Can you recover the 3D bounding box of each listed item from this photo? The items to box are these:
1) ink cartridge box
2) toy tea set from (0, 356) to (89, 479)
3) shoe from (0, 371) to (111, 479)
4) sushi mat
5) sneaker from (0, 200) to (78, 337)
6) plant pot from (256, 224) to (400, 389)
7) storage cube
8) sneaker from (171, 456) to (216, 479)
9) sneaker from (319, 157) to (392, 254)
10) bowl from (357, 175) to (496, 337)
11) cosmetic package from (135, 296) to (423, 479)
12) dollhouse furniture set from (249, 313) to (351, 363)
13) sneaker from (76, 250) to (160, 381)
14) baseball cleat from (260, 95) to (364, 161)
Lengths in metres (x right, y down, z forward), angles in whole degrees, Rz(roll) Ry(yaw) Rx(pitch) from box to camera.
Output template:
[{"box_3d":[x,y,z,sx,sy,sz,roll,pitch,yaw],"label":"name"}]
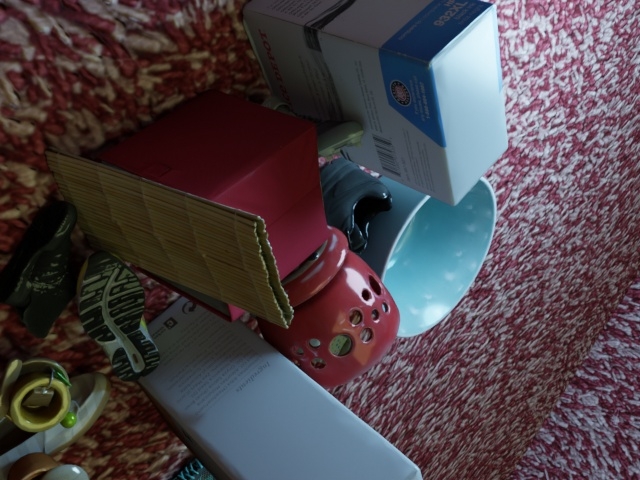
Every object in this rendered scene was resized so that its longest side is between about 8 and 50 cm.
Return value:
[{"box_3d":[0.071,-0.208,0.939,0.129,0.307,0.223,-45,141,-21],"label":"ink cartridge box"},{"box_3d":[-0.380,0.207,0.804,0.336,0.124,0.200,39,81,-36],"label":"toy tea set"},{"box_3d":[-0.368,0.243,0.939,0.219,0.076,0.058,-39,144,-21],"label":"shoe"},{"box_3d":[-0.172,-0.008,0.798,0.019,0.316,0.151,-49,143,-33],"label":"sushi mat"},{"box_3d":[-0.322,0.036,0.875,0.170,0.051,0.089,-55,143,3],"label":"sneaker"},{"box_3d":[-0.009,0.087,1.032,0.191,0.191,0.174,-44,117,-18],"label":"plant pot"},{"box_3d":[-0.126,-0.052,0.909,0.193,0.215,0.183,-40,139,-33],"label":"storage cube"},{"box_3d":[-0.218,0.410,1.240,0.076,0.065,0.166,14,102,-48],"label":"sneaker"},{"box_3d":[0.000,0.000,1.148,0.286,0.130,0.109,-53,145,-5],"label":"sneaker"},{"box_3d":[0.152,0.000,1.291,0.311,0.163,0.311,-28,132,-35],"label":"bowl"},{"box_3d":[-0.066,0.280,0.994,0.161,0.453,0.230,-40,138,-21],"label":"cosmetic package"},{"box_3d":[-0.055,0.202,1.245,0.182,0.101,0.161,27,93,-53],"label":"dollhouse furniture set"},{"box_3d":[-0.269,0.087,0.932,0.081,0.094,0.208,-20,134,-21],"label":"sneaker"},{"box_3d":[-0.032,-0.146,0.958,0.072,0.206,0.109,-24,96,-43],"label":"baseball cleat"}]
